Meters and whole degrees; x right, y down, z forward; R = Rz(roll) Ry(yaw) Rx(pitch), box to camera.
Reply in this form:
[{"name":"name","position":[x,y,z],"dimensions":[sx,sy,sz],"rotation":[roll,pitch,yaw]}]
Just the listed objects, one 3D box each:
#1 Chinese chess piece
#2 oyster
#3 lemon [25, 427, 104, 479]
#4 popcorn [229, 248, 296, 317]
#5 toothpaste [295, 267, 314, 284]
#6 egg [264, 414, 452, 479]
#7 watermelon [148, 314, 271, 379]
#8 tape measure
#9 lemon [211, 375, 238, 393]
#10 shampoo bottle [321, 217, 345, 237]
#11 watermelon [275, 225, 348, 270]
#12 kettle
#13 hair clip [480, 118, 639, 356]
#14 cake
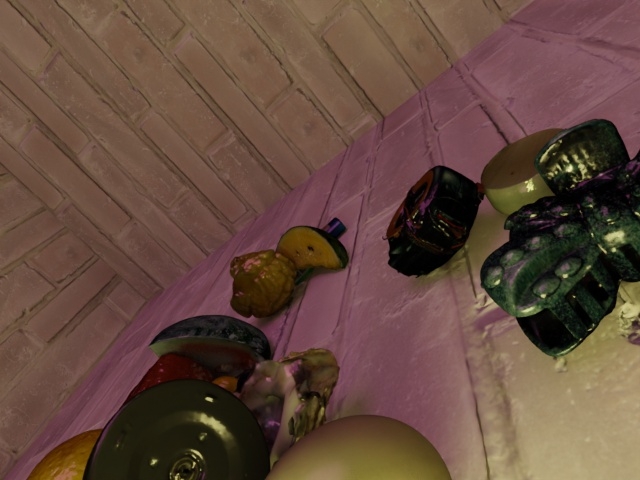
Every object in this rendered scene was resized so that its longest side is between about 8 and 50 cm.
[{"name":"Chinese chess piece","position":[0.397,-0.127,0.873],"dimensions":[0.188,0.083,0.188],"rotation":[-36,19,14]},{"name":"oyster","position":[-0.087,0.319,0.732],"dimensions":[0.351,0.114,0.238],"rotation":[-57,31,0]},{"name":"lemon","position":[-0.386,0.470,0.812],"dimensions":[0.293,0.293,0.293],"rotation":[-38,16,13]},{"name":"popcorn","position":[-0.174,0.118,1.390],"dimensions":[0.203,0.200,0.226],"rotation":[-94,10,-58]},{"name":"toothpaste","position":[-0.027,0.062,1.459],"dimensions":[0.178,0.043,0.037],"rotation":[-45,18,-11]},{"name":"egg","position":[0.023,0.285,0.455],"dimensions":[0.241,0.186,0.186],"rotation":[-44,15,-2]},{"name":"watermelon","position":[-0.292,0.297,1.188],"dimensions":[0.319,0.289,0.214],"rotation":[11,91,49]},{"name":"tape measure","position":[0.222,-0.039,0.916],"dimensions":[0.202,0.135,0.223],"rotation":[-57,6,51]},{"name":"lemon","position":[-0.213,0.350,1.057],"dimensions":[0.110,0.082,0.082],"rotation":[-23,24,52]},{"name":"shampoo bottle","position":[0.000,0.000,1.543],"dimensions":[0.183,0.050,0.087],"rotation":[-42,18,-1]},{"name":"watermelon","position":[-0.033,0.026,1.378],"dimensions":[0.301,0.123,0.129],"rotation":[-5,65,47]},{"name":"kettle","position":[-0.204,0.356,0.617],"dimensions":[0.207,0.268,0.290],"rotation":[-15,-22,-41]},{"name":"hair clip","position":[0.336,-0.013,0.524],"dimensions":[0.310,0.194,0.206],"rotation":[-31,25,32]},{"name":"cake","position":[-0.373,0.404,1.115],"dimensions":[0.283,0.177,0.151],"rotation":[-47,11,25]}]
